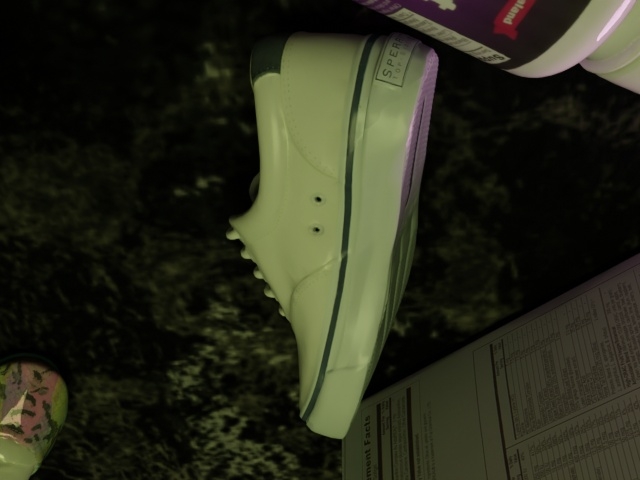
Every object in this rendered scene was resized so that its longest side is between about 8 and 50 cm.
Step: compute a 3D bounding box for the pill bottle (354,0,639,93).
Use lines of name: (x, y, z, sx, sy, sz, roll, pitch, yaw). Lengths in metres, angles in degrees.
pill bottle: (0.066, -0.129, 0.392, 0.193, 0.108, 0.108, 20, 129, -17)

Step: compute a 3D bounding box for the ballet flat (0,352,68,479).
ballet flat: (-0.242, 0.162, 0.682, 0.077, 0.079, 0.221, 34, 124, -25)

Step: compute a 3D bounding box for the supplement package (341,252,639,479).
supplement package: (0.173, 0.169, 0.599, 0.262, 0.198, 0.199, -33, 125, 27)

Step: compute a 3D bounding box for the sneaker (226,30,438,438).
sneaker: (0.000, 0.000, 0.537, 0.091, 0.094, 0.258, 16, 129, 12)
